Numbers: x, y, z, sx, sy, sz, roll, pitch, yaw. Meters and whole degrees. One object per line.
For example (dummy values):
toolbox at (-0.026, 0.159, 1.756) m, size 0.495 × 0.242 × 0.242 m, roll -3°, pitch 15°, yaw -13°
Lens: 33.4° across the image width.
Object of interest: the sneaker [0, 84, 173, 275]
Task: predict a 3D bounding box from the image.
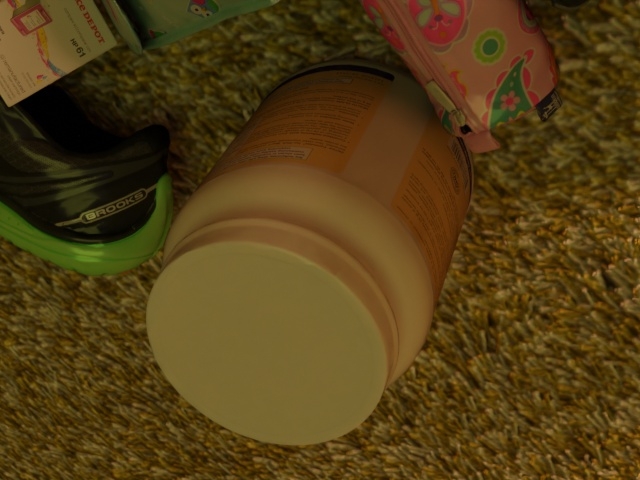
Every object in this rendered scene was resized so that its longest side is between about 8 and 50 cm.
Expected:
sneaker at (-0.372, -0.133, 1.144) m, size 0.482 × 0.185 × 0.202 m, roll 21°, pitch 108°, yaw 1°

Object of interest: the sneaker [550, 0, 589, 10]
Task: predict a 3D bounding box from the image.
sneaker at (0.163, -0.309, 0.864) m, size 0.106 × 0.101 × 0.267 m, roll -29°, pitch 112°, yaw 25°

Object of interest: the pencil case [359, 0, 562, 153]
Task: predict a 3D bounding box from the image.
pencil case at (0.094, -0.213, 0.912) m, size 0.124 × 0.124 × 0.284 m, roll -22°, pitch 121°, yaw 29°

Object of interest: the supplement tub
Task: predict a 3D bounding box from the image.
supplement tub at (0.000, 0.000, 0.977) m, size 0.240 × 0.331 × 0.241 m, roll 9°, pitch 124°, yaw 14°

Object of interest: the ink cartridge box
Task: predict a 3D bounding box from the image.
ink cartridge box at (-0.267, -0.197, 1.010) m, size 0.122 × 0.052 × 0.089 m, roll -33°, pitch 114°, yaw -10°

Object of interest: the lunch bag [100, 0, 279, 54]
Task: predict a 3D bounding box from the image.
lunch bag at (-0.151, -0.295, 0.949) m, size 0.262 × 0.160 × 0.223 m, roll -8°, pitch 124°, yaw 42°
